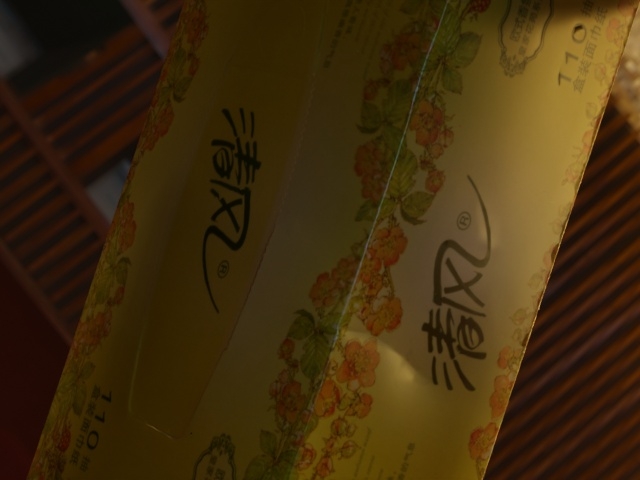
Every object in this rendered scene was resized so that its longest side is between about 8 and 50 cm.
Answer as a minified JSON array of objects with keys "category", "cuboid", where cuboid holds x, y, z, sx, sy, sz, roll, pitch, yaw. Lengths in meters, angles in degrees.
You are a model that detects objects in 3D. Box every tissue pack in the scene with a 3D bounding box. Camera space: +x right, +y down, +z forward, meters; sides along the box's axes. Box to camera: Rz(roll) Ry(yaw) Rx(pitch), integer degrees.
[{"category":"tissue pack","cuboid":[0.000,0.000,0.431,0.062,0.176,0.095,17,1,-40]}]
